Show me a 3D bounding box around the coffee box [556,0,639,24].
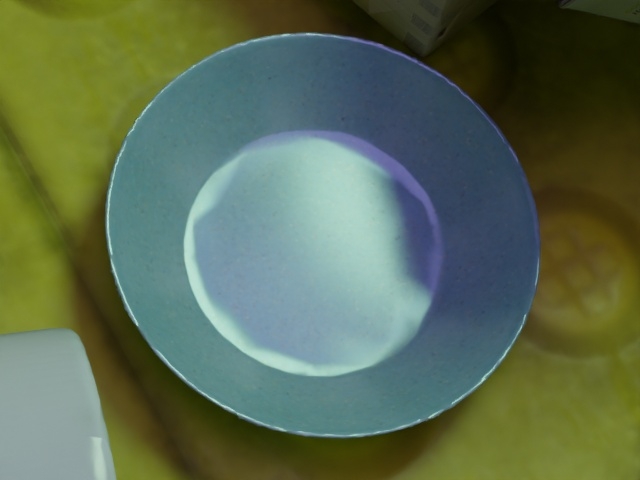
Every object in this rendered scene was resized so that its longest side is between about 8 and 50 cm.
[{"bbox_3d":[0.213,-0.181,0.824,0.297,0.119,0.168,3,63,-44],"label":"coffee box"}]

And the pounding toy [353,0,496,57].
[{"bbox_3d":[0.056,-0.215,0.904,0.181,0.094,0.206,42,57,14],"label":"pounding toy"}]

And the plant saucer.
[{"bbox_3d":[0.000,0.000,0.827,0.195,0.037,0.195,4,67,-9],"label":"plant saucer"}]

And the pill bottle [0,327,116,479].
[{"bbox_3d":[-0.252,0.137,0.632,0.361,0.204,0.204,-8,69,-13],"label":"pill bottle"}]
